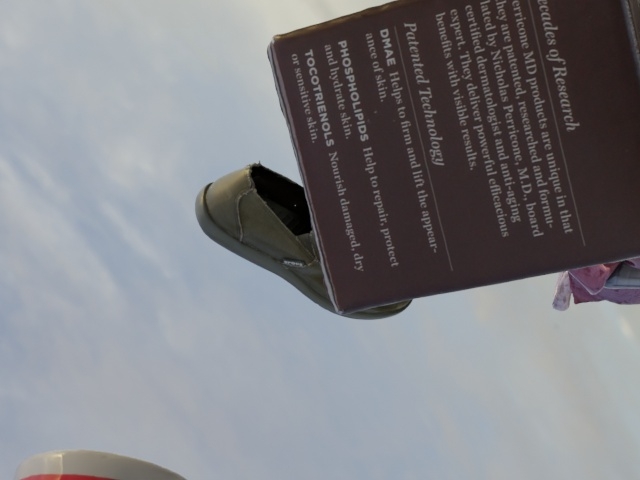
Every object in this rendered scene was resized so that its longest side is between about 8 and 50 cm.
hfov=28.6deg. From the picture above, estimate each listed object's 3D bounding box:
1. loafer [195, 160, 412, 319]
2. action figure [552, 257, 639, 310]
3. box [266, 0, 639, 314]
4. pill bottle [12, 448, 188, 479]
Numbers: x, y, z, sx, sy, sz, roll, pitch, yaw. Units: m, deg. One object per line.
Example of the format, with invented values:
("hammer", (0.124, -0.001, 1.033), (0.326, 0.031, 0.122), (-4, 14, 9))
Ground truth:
("loafer", (0.000, 0.000, 1.244), (0.251, 0.087, 0.094), (24, -135, -24))
("action figure", (0.264, -0.062, 1.274), (0.370, 0.276, 0.248), (10, -104, -47))
("box", (0.107, -0.066, 0.747), (0.168, 0.203, 0.167), (-21, -83, -67))
("pill bottle", (-0.215, 0.361, 1.107), (0.176, 0.176, 0.318), (38, -130, -45))
